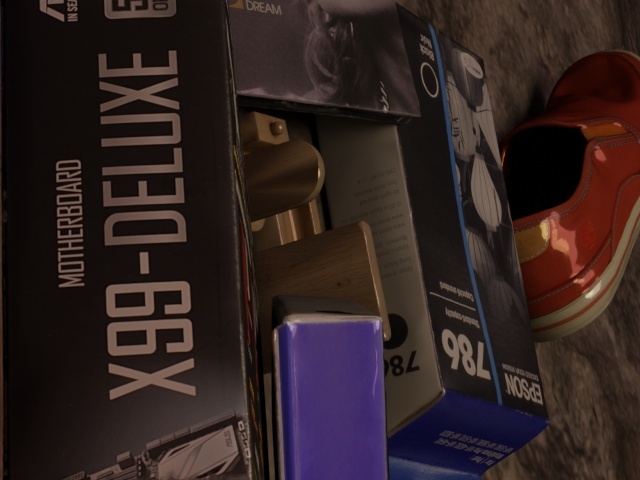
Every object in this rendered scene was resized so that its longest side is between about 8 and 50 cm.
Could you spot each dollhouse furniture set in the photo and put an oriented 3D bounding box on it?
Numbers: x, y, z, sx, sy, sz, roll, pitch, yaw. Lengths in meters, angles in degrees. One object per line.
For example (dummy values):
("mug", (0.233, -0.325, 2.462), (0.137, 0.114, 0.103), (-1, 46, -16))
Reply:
("dollhouse furniture set", (0.000, 0.000, 0.887), (0.151, 0.123, 0.144), (12, 65, -60))

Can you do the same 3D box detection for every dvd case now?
("dvd case", (-0.025, -0.178, 0.997), (0.164, 0.018, 0.221), (3, 68, -41))

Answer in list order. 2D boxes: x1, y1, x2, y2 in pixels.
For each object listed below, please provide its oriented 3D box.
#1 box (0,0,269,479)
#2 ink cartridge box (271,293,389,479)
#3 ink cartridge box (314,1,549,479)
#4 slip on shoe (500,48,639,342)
("box", (-0.059, 0.057, 0.635), (0.307, 0.076, 0.243), (91, -5, -68))
("ink cartridge box", (0.005, 0.128, 0.665), (0.208, 0.045, 0.206), (-114, -158, -89))
("ink cartridge box", (0.072, 0.020, 1.083), (0.165, 0.065, 0.333), (20, 58, -58))
("slip on shoe", (0.190, -0.061, 1.303), (0.101, 0.123, 0.331), (56, 36, -23))
